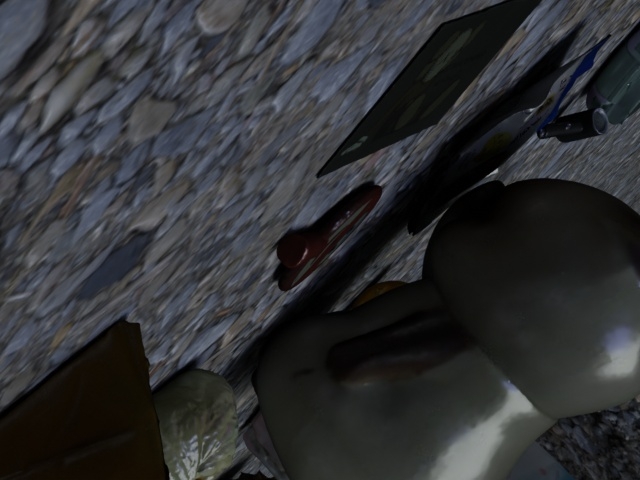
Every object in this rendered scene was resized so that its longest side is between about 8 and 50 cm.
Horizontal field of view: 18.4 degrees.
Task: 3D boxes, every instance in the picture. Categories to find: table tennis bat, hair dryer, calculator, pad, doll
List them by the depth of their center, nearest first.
[{"bbox_3d":[0.075,-0.101,1.238,0.127,0.004,0.190,-50,170,28],"label":"pad"},{"bbox_3d":[0.000,0.000,1.322,0.098,0.019,0.155,-47,173,13],"label":"table tennis bat"},{"bbox_3d":[0.109,0.089,1.532,0.370,0.226,0.215,-42,159,8],"label":"doll"},{"bbox_3d":[0.219,-0.099,1.777,0.047,0.026,0.083,-14,-179,42],"label":"hair dryer"},{"bbox_3d":[0.336,-0.190,1.848,0.246,0.045,0.141,-35,166,-45],"label":"calculator"}]

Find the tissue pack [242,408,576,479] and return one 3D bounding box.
[{"bbox_3d":[0.089,0.207,1.805,0.201,0.271,0.124,-34,165,-51],"label":"tissue pack"}]

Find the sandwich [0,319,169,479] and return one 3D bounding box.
[{"bbox_3d":[-0.171,0.113,1.065,0.163,0.113,0.079,-4,156,-18],"label":"sandwich"}]

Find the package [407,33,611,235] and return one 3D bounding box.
[{"bbox_3d":[0.146,-0.082,1.549,0.173,0.027,0.171,-37,169,-18],"label":"package"}]

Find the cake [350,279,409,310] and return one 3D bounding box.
[{"bbox_3d":[0.065,0.075,1.716,0.084,0.084,0.044,-45,164,-2],"label":"cake"}]

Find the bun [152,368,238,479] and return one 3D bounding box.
[{"bbox_3d":[-0.098,0.143,1.348,0.115,0.069,0.115,-44,172,-7],"label":"bun"}]

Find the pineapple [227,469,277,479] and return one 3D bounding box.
[{"bbox_3d":[-0.084,0.282,1.933,0.221,0.103,0.083,-21,121,-66],"label":"pineapple"}]
